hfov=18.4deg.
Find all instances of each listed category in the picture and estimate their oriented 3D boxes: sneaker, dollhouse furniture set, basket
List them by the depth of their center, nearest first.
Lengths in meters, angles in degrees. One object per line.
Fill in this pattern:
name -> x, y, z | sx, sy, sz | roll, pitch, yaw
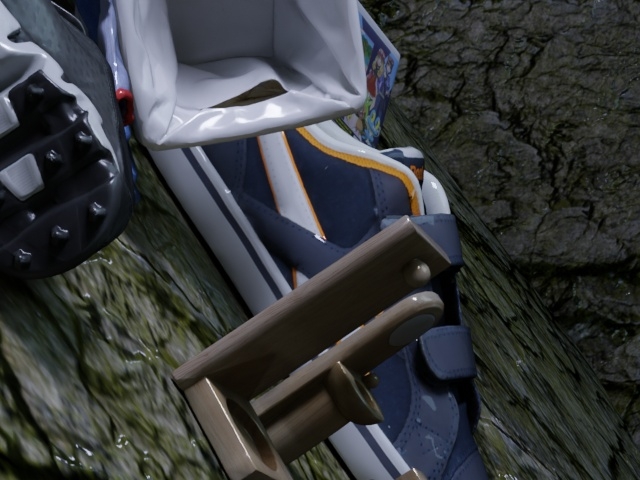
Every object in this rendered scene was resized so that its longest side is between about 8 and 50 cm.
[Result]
sneaker -> -0.138, -0.087, 0.748 | 0.234, 0.078, 0.106 | 60, 5, 9
dollhouse furniture set -> 0.045, 0.101, 0.869 | 0.151, 0.123, 0.144 | 59, 8, 25
basket -> -0.052, -0.139, 0.945 | 0.103, 0.113, 0.167 | -131, -149, -71
sneaker -> 0.031, 0.029, 1.103 | 0.321, 0.127, 0.126 | 57, 6, 5

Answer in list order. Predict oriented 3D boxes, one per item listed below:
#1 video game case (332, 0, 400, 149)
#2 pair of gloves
video game case -> -0.015, -0.099, 1.333 | 0.201, 0.023, 0.183 | 45, 53, -51
pair of gloves -> -0.109, -0.104, 0.907 | 0.198, 0.023, 0.159 | 107, -29, -73
